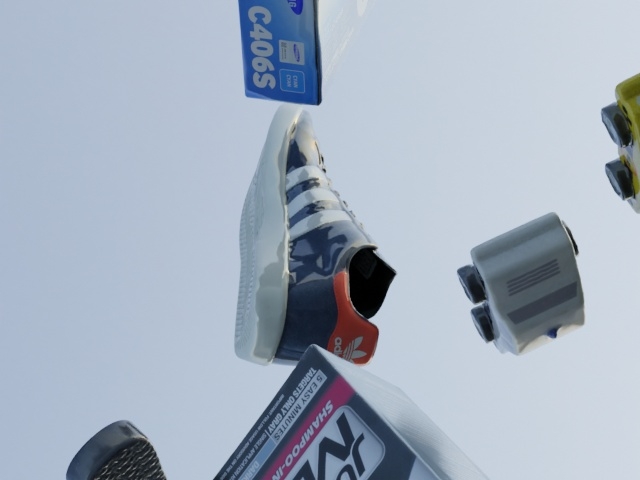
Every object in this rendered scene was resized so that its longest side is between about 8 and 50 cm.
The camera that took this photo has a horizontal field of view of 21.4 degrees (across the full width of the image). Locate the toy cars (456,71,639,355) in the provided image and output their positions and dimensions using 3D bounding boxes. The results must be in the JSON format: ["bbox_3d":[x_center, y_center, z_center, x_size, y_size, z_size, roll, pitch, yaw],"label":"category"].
[{"bbox_3d":[0.233,-0.004,1.377,0.176,0.087,0.393,-4,-34,-37],"label":"toy cars"}]

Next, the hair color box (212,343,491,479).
[{"bbox_3d":[0.061,0.253,1.191,0.114,0.374,0.185,30,-82,-40],"label":"hair color box"}]

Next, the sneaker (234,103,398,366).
[{"bbox_3d":[0.000,0.000,1.686,0.148,0.350,0.131,11,-47,-9],"label":"sneaker"}]

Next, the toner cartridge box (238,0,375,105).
[{"bbox_3d":[0.012,-0.288,1.585,0.348,0.075,0.165,-65,-23,-48],"label":"toner cartridge box"}]

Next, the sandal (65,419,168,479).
[{"bbox_3d":[-0.164,0.222,1.417,0.097,0.054,0.254,-37,-31,-25],"label":"sandal"}]
